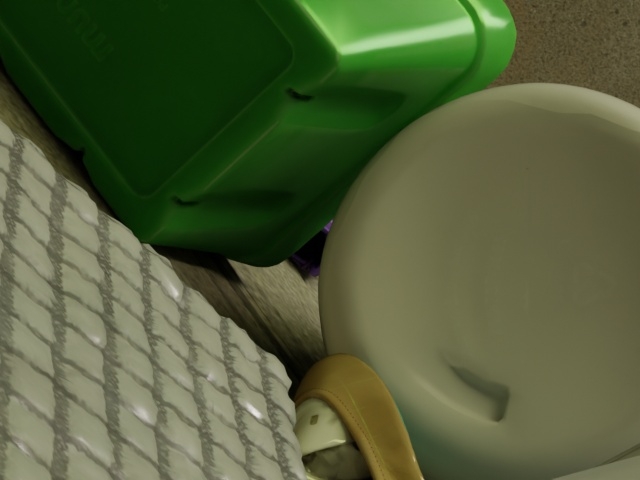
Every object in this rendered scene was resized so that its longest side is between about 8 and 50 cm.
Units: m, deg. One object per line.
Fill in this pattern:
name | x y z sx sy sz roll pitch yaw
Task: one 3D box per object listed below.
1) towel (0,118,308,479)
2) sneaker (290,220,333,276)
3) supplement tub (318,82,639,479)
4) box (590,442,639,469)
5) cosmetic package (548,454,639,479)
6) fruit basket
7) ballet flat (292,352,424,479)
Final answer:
towel | -0.110 0.061 0.384 0.235 0.121 0.283 44 13 -26
sneaker | 0.000 0.000 1.299 0.170 0.068 0.071 22 45 -53
supplement tub | 0.139 0.060 1.069 0.235 0.235 0.325 54 1 18
box | 0.226 0.198 0.841 0.322 0.232 0.058 62 1 -38
cosmetic package | 0.149 0.221 0.311 0.156 0.217 0.385 -69 143 -79
fruit basket | -0.049 -0.199 1.094 0.392 0.283 0.392 38 27 -23
ballet flat | 0.015 0.128 0.829 0.073 0.080 0.232 10 29 -28
